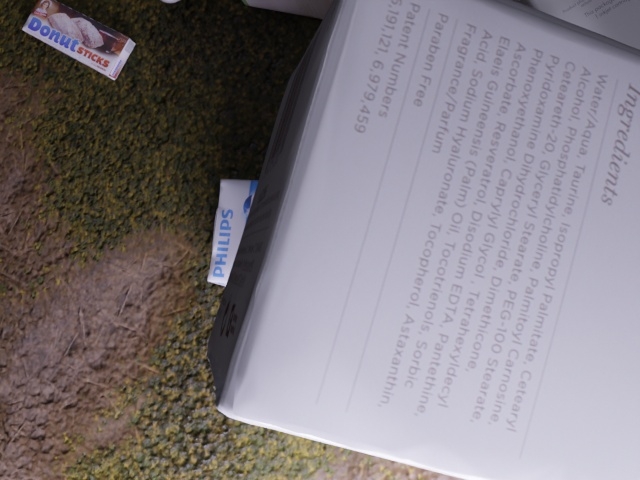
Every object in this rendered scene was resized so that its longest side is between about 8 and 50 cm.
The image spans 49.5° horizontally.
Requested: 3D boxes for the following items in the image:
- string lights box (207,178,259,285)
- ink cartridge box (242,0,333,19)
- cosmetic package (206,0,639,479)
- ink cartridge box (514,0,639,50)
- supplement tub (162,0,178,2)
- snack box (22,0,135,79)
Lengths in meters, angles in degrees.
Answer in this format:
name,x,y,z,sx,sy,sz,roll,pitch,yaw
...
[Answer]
name,x,y,z,sx,sy,sz,roll,pitch,yaw
string lights box,0.000,0.000,0.856,0.259,0.077,0.133,4,81,16
ink cartridge box,-0.016,-0.336,0.871,0.235,0.171,0.056,15,84,17
cosmetic package,0.135,0.018,0.618,0.393,0.329,0.327,17,84,-9
ink cartridge box,0.251,-0.279,0.769,0.119,0.207,0.353,-30,73,7
supplement tub,-0.171,-0.501,0.912,0.316,0.228,0.228,-45,73,4
snack box,-0.361,-0.304,1.036,0.178,0.022,0.064,29,90,17
